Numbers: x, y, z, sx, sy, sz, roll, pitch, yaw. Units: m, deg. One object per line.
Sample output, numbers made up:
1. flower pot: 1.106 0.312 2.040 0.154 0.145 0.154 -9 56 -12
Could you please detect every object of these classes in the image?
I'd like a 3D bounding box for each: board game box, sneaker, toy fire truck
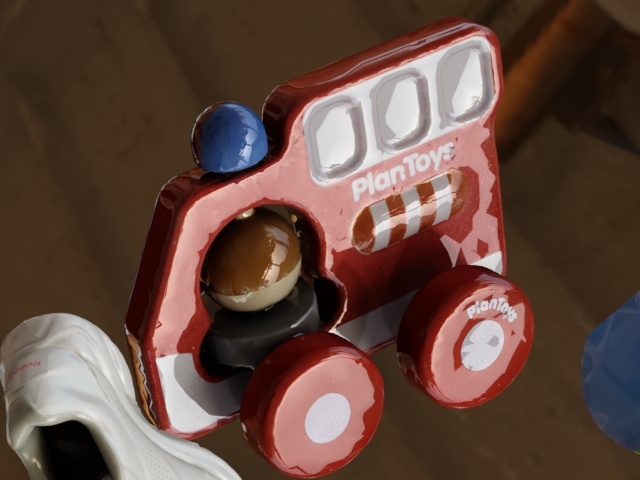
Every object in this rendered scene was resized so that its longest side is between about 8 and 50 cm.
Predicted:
1. board game box: 0.223 0.056 1.063 0.169 0.033 0.133 -41 -145 2
2. sneaker: -0.121 0.159 1.200 0.090 0.232 0.115 -32 -155 21
3. toy fire truck: 0.000 0.000 1.351 0.169 0.302 0.254 34 -41 52
